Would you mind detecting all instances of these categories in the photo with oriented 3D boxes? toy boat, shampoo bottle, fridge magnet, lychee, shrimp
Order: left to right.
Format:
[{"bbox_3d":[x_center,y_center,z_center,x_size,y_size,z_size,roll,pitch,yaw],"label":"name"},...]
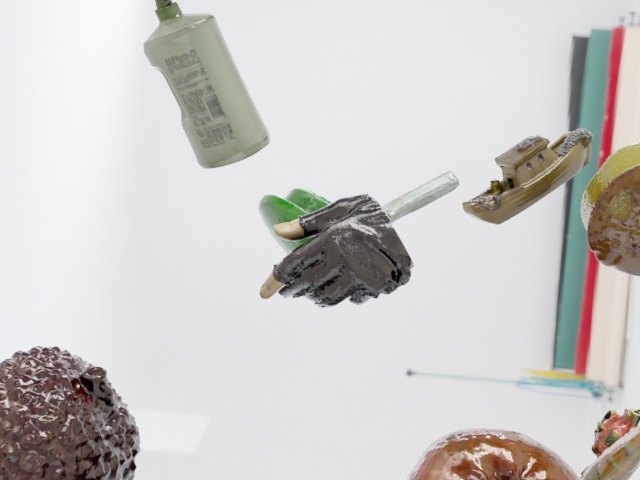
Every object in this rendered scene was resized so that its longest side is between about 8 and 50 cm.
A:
[{"bbox_3d":[-0.446,0.325,1.373,0.330,0.306,0.306,-42,-173,11],"label":"lychee"},{"bbox_3d":[-0.158,-0.215,1.103,0.087,0.118,0.234,-43,118,-41],"label":"shampoo bottle"},{"bbox_3d":[0.000,0.000,1.220,0.088,0.208,0.208,-53,170,-12],"label":"fridge magnet"},{"bbox_3d":[0.427,-0.142,1.763,0.089,0.321,0.121,26,-35,61],"label":"toy boat"},{"bbox_3d":[0.442,0.311,1.235,0.198,0.051,0.262,-20,146,-43],"label":"shrimp"}]

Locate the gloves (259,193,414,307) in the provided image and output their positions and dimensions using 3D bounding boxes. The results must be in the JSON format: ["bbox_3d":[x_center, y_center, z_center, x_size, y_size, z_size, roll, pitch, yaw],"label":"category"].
[{"bbox_3d":[0.008,0.030,1.024,0.129,0.181,0.106,59,1,-20],"label":"gloves"}]

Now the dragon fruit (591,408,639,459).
[{"bbox_3d":[0.540,0.350,1.539,0.086,0.081,0.116,-131,-121,-67],"label":"dragon fruit"}]

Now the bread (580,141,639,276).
[{"bbox_3d":[0.648,-0.060,1.669,0.148,0.270,0.269,-88,-179,-55],"label":"bread"}]

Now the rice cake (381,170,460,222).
[{"bbox_3d":[0.163,-0.070,1.463,0.033,0.171,0.029,56,-14,30],"label":"rice cake"}]

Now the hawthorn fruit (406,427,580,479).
[{"bbox_3d":[0.345,0.587,1.730,0.403,0.403,0.402,5,90,-88],"label":"hawthorn fruit"}]
